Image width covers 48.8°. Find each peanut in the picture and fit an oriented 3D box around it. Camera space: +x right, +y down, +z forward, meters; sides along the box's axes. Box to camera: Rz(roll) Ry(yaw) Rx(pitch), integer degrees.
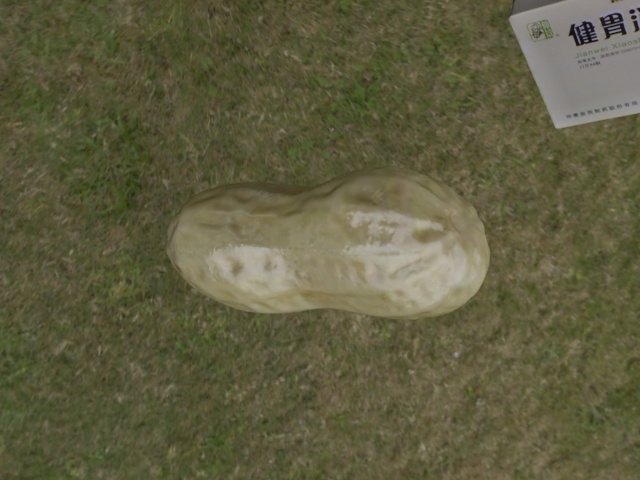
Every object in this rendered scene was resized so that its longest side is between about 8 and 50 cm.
[{"bbox_3d":[0.000,0.000,0.546,0.256,0.123,0.123,2,113,11],"label":"peanut"}]

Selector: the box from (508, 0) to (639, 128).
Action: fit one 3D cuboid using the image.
[{"bbox_3d":[0.362,-0.227,0.773,0.260,0.062,0.175,-6,137,36],"label":"box"}]
